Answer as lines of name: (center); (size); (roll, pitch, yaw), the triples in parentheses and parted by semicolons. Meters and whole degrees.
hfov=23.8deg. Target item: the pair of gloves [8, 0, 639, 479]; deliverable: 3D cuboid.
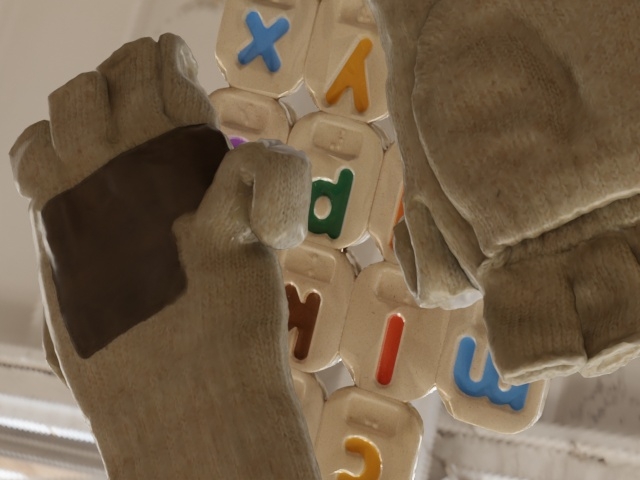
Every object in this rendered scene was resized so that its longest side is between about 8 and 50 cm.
pair of gloves: (0.006, -0.011, 0.492); (0.240, 0.042, 0.204); (-36, -120, 17)

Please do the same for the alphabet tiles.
alphabet tiles: (0.000, 0.000, 0.823); (0.284, 0.021, 0.278); (15, -82, 23)
